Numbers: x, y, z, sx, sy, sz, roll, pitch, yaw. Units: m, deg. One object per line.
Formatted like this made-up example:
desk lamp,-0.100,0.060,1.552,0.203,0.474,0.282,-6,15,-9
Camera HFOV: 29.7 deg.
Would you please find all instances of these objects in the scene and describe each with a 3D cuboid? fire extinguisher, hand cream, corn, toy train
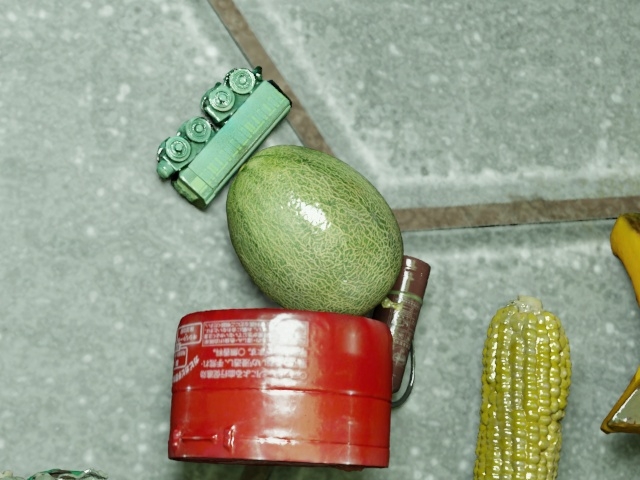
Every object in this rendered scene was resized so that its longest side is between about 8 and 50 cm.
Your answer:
fire extinguisher,0.071,0.096,1.144,0.078,0.045,0.157,29,69,-37
hand cream,-0.032,0.129,1.019,0.193,0.193,0.125,7,79,-20
corn,0.190,0.194,1.149,0.086,0.086,0.288,11,79,-19
toy train,-0.090,-0.101,1.121,0.071,0.038,0.148,43,68,-11

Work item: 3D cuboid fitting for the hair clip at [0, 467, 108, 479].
hair clip,-0.317,0.219,0.939,0.321,0.138,0.091,-6,53,-21

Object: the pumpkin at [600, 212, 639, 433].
pumpkin,0.408,0.136,1.236,0.290,0.095,0.258,29,59,-23

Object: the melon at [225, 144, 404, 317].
melon,0.000,0.000,1.082,0.192,0.139,0.139,43,69,-5
